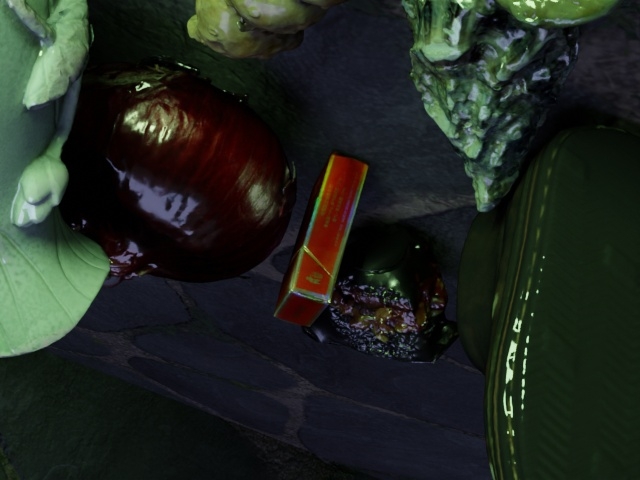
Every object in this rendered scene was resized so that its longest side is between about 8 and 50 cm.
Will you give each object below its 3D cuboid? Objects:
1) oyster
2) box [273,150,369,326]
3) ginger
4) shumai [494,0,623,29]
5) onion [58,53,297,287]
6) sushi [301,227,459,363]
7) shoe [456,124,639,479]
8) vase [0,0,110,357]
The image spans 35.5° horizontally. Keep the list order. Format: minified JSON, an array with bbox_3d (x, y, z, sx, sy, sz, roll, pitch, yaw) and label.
[{"bbox_3d":[0.126,-0.145,0.834,0.199,0.087,0.252,27,148,-9],"label":"oyster"},{"bbox_3d":[-0.001,0.000,1.128,0.048,0.175,0.112,19,157,-7],"label":"box"},{"bbox_3d":[-0.030,-0.202,0.796,0.104,0.080,0.204,12,165,-26],"label":"ginger"},{"bbox_3d":[0.160,-0.192,0.682,0.124,0.099,0.087,44,-166,17],"label":"shumai"},{"bbox_3d":[-0.176,-0.058,1.043,0.314,0.232,0.314,16,157,7],"label":"onion"},{"bbox_3d":[0.080,0.063,1.273,0.172,0.153,0.150,30,148,32],"label":"sushi"},{"bbox_3d":[0.217,0.100,0.931,0.171,0.383,0.237,9,160,-7],"label":"shoe"},{"bbox_3d":[-0.295,-0.119,0.796,0.250,0.250,0.445,9,126,19],"label":"vase"}]
